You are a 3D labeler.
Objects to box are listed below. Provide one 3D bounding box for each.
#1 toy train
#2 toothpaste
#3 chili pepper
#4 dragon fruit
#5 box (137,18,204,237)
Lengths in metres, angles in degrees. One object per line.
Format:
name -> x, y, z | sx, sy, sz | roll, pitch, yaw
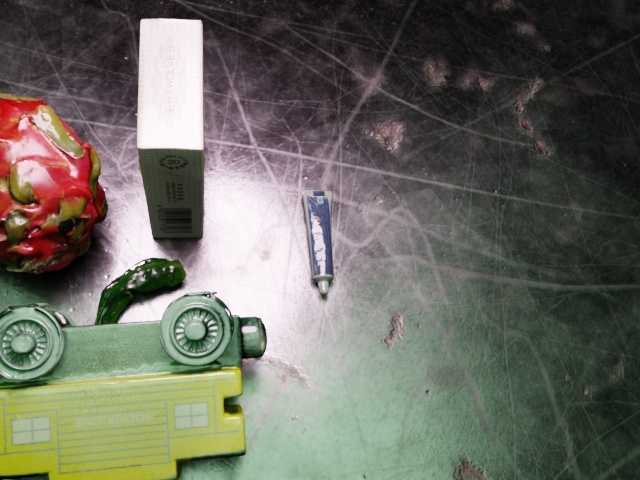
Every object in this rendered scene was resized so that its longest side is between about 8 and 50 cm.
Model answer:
toy train -> -0.293, 0.221, 1.116 | 0.442, 0.179, 0.272 | -4, 85, -8
toothpaste -> 0.000, 0.000, 1.322 | 0.057, 0.035, 0.197 | 3, 66, -16
chili pepper -> -0.302, 0.086, 1.241 | 0.182, 0.050, 0.073 | -41, 105, -13
dragon fruit -> -0.464, -0.094, 1.191 | 0.237, 0.231, 0.302 | -25, 93, -28
box -> -0.226, -0.157, 1.193 | 0.095, 0.330, 0.210 | -1, 69, -8
